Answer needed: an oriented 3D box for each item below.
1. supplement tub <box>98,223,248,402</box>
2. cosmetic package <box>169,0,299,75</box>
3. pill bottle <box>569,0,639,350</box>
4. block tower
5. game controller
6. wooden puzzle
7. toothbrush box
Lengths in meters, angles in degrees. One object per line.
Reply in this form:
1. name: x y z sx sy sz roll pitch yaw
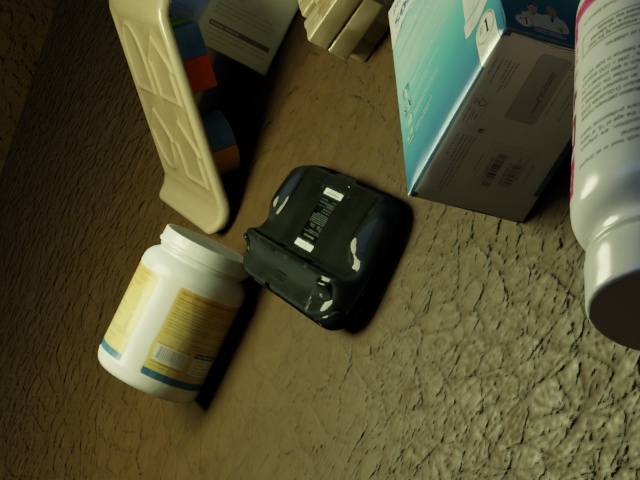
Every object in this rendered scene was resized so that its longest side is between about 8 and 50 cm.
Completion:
1. supplement tub: -0.185 0.094 1.932 0.199 0.144 0.144 -64 24 5
2. cosmetic package: -0.118 -0.394 2.245 0.224 0.138 0.224 -62 25 6
3. pill bottle: 0.271 -0.068 1.135 0.160 0.160 0.283 -36 38 48
4. block tower: 0.020 -0.358 1.986 0.097 0.091 0.335 -52 27 26
5. game controller: 0.000 0.000 1.765 0.166 0.067 0.319 -52 25 -4
6. wooden puzzle: -0.205 -0.208 2.181 0.322 0.081 0.347 -150 45 -67
7. toothbrush box: 0.169 -0.200 1.458 0.295 0.126 0.216 -94 24 -45
